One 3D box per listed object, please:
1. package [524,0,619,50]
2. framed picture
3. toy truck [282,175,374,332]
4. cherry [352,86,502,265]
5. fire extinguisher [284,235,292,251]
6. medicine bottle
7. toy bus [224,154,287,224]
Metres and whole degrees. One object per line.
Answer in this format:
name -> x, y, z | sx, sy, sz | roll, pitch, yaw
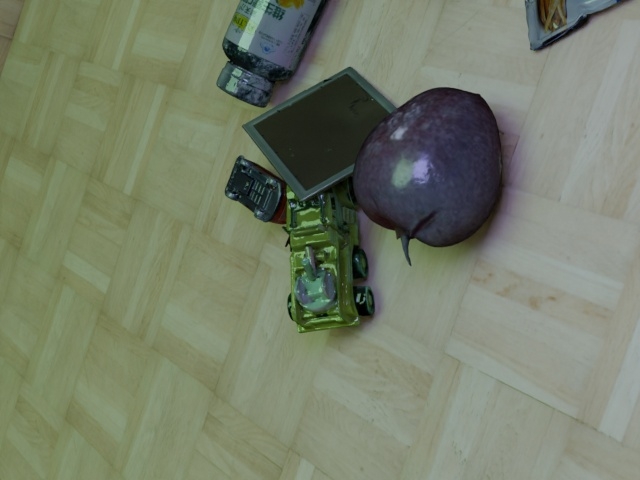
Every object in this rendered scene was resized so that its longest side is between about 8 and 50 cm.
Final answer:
package -> 0.342, -0.367, 1.498 | 0.173, 0.027, 0.171 | -29, 56, 47
framed picture -> 0.012, -0.173, 1.742 | 0.216, 0.016, 0.273 | -30, 38, -5
toy truck -> 0.001, -0.002, 1.677 | 0.128, 0.135, 0.260 | -9, 64, 18
cherry -> 0.147, -0.093, 1.520 | 0.213, 0.183, 0.266 | 24, 81, 44
fire extinguisher -> -0.019, 0.009, 1.802 | 0.132, 0.039, 0.056 | 33, 114, 51
medicine bottle -> -0.082, -0.386, 1.941 | 0.141, 0.141, 0.293 | 42, 111, 49
toy bus -> -0.095, -0.082, 1.898 | 0.174, 0.077, 0.079 | 34, 104, 50
